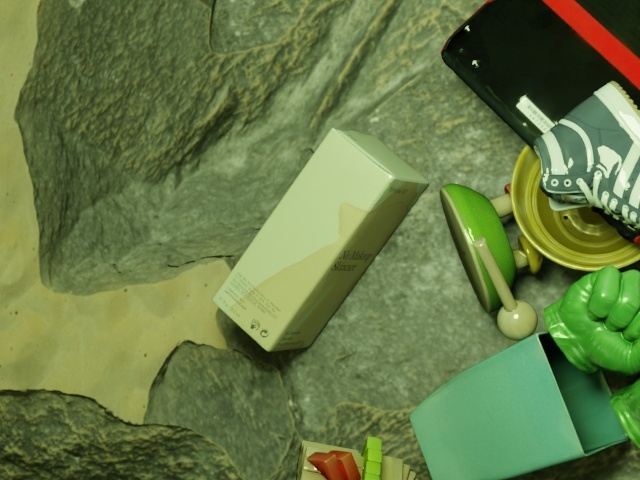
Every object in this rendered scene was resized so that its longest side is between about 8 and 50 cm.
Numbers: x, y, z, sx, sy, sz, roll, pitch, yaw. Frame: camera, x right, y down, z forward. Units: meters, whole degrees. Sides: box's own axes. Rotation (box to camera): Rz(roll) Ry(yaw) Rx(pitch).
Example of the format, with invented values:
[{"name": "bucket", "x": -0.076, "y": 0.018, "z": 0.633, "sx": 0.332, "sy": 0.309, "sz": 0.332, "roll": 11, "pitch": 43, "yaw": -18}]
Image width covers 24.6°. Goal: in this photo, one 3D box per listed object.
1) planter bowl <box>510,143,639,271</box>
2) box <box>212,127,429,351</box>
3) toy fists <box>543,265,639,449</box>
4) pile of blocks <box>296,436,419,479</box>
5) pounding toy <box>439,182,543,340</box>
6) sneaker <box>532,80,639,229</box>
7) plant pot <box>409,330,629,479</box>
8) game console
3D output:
[{"name": "planter bowl", "x": 0.361, "y": -0.053, "z": 1.929, "sx": 0.217, "sy": 0.090, "sz": 0.217, "roll": -3, "pitch": 73, "yaw": 11}, {"name": "box", "x": 0.000, "y": 0.000, "z": 2.087, "sx": 0.121, "sy": 0.148, "sz": 0.311, "roll": 41, "pitch": 107, "yaw": 20}, {"name": "toy fists", "x": 0.414, "y": 0.155, "z": 1.865, "sx": 0.142, "sy": 0.096, "sz": 0.279, "roll": -35, "pitch": 100, "yaw": 22}, {"name": "pile of blocks", "x": 0.128, "y": 0.357, "z": 1.998, "sx": 0.362, "sy": 0.149, "sz": 0.112, "roll": 29, "pitch": 136, "yaw": 11}, {"name": "pounding toy", "x": 0.247, "y": 0.006, "z": 1.949, "sx": 0.110, "sy": 0.237, "sz": 0.183, "roll": -21, "pitch": 118, "yaw": 0}, {"name": "sneaker", "x": 0.370, "y": -0.047, "z": 1.786, "sx": 0.153, "sy": 0.099, "sz": 0.282, "roll": -31, "pitch": 65, "yaw": 2}, {"name": "plant pot", "x": 0.251, "y": 0.234, "z": 1.954, "sx": 0.234, "sy": 0.165, "sz": 0.165, "roll": -26, "pitch": 78, "yaw": 29}, {"name": "game console", "x": 0.399, "y": -0.235, "z": 1.904, "sx": 0.342, "sy": 0.060, "sz": 0.386, "roll": -44, "pitch": 70, "yaw": 3}]
